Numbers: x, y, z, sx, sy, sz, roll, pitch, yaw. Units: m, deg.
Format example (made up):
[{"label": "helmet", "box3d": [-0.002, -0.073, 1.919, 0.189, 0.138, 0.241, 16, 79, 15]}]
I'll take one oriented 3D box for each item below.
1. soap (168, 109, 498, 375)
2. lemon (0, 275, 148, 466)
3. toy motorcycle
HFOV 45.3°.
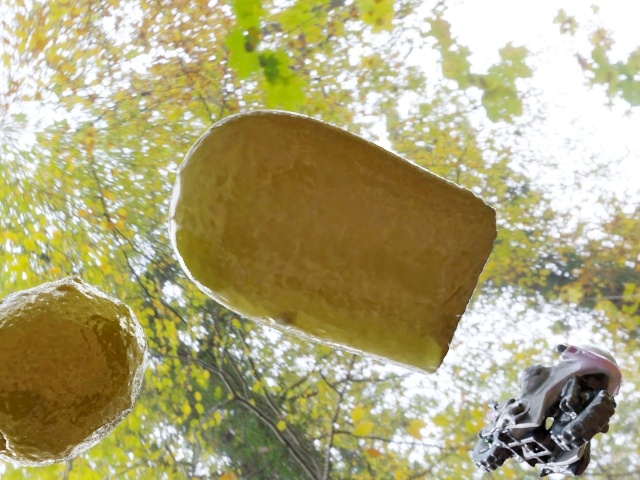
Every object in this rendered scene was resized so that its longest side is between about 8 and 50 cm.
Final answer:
[{"label": "soap", "box3d": [0.001, -0.001, 1.039, 0.428, 0.115, 0.306, 23, -64, 3]}, {"label": "lemon", "box3d": [-0.359, 0.176, 1.030, 0.288, 0.234, 0.233, -43, -65, -46]}, {"label": "toy motorcycle", "box3d": [0.351, 0.261, 1.179, 0.143, 0.327, 0.188, 39, -120, 0]}]
